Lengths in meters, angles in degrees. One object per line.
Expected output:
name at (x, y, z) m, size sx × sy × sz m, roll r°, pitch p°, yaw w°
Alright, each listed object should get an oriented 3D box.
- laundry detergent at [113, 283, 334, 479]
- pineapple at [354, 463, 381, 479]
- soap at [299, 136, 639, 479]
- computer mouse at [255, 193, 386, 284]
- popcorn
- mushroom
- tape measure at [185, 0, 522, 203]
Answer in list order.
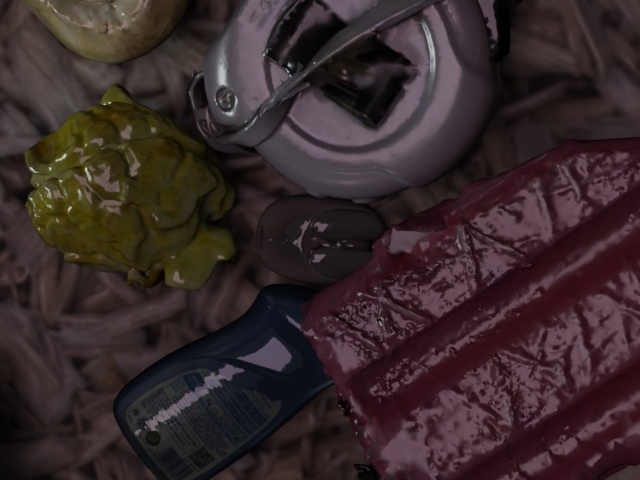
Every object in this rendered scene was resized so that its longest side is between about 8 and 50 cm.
laundry detergent at (-0.049, 0.098, 1.033) m, size 0.206 × 0.061 × 0.097 m, roll -34°, pitch 85°, yaw 15°
pineapple at (0.038, 0.185, 1.031) m, size 0.058 × 0.058 × 0.124 m, roll 37°, pitch 90°, yaw 9°
soap at (0.164, 0.048, 0.920) m, size 0.325 × 0.127 × 0.220 m, roll -32°, pitch 88°, yaw 6°
computer mouse at (-0.001, 0.000, 1.021) m, size 0.096 × 0.039 × 0.066 m, roll 7°, pitch 98°, yaw 14°
popcorn at (-0.141, -0.032, 1.008) m, size 0.141 × 0.135 × 0.162 m, roll -19°, pitch 88°, yaw 9°
mushroom at (-0.152, -0.200, 1.004) m, size 0.148 × 0.112 × 0.148 m, roll -1°, pitch 87°, yaw 14°
tape measure at (0.030, -0.128, 0.961) m, size 0.197 × 0.120 × 0.236 m, roll 36°, pitch 108°, yaw 7°
